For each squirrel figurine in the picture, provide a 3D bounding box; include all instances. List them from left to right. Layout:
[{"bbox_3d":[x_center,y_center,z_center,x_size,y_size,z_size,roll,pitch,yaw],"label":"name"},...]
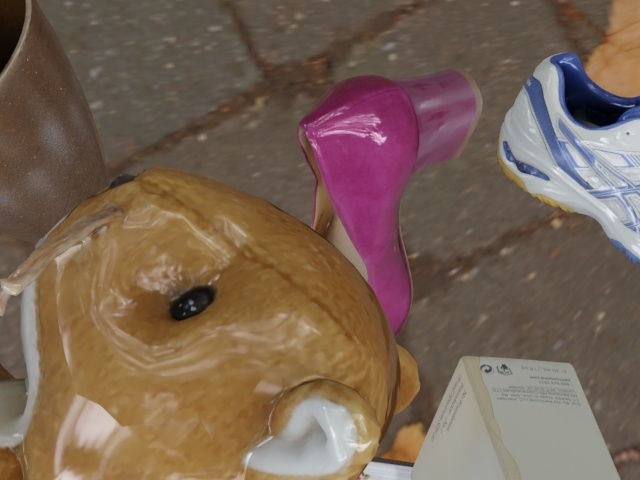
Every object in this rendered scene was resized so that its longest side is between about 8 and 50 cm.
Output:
[{"bbox_3d":[-0.100,0.174,0.809,0.370,0.281,0.397,-32,83,5],"label":"squirrel figurine"}]

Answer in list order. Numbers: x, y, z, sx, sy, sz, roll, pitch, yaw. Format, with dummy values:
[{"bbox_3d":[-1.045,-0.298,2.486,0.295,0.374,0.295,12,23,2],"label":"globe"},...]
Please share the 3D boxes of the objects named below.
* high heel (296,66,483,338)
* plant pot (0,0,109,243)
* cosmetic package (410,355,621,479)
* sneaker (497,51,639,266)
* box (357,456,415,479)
[{"bbox_3d":[0.000,0.000,1.647,0.127,0.181,0.377,48,137,31],"label":"high heel"},{"bbox_3d":[-0.296,-0.101,1.728,0.215,0.230,0.215,-16,49,20],"label":"plant pot"},{"bbox_3d":[0.180,0.258,1.568,0.113,0.309,0.160,6,127,-18],"label":"cosmetic package"},{"bbox_3d":[0.301,-0.061,1.705,0.296,0.112,0.131,29,129,12],"label":"sneaker"},{"bbox_3d":[0.027,0.259,1.782,0.207,0.036,0.114,9,90,-4],"label":"box"}]
